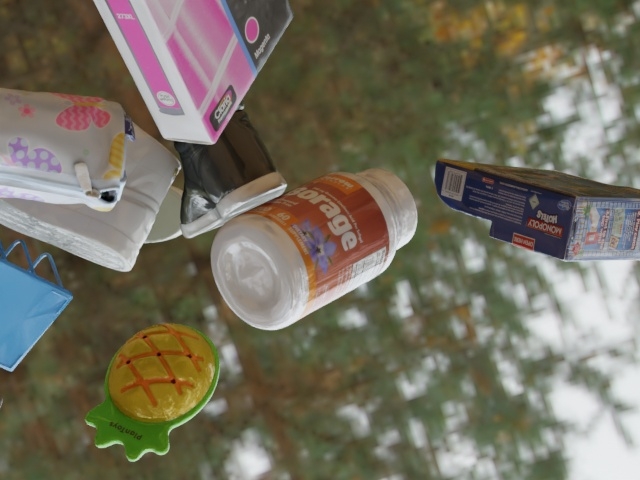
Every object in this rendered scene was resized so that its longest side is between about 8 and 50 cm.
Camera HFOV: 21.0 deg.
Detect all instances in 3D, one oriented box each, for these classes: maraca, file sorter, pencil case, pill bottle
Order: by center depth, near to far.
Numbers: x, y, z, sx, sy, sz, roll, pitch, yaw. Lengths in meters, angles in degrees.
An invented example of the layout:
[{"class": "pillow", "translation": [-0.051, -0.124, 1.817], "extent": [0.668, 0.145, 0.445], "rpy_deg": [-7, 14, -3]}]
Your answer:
[{"class": "pill bottle", "translation": [0.000, 0.000, 1.762], "extent": [0.121, 0.121, 0.216], "rpy_deg": [-7, -166, 43]}, {"class": "pencil case", "translation": [-0.333, -0.094, 1.764], "extent": [0.273, 0.124, 0.113], "rpy_deg": [6, 145, -20]}, {"class": "file sorter", "translation": [-0.387, 0.044, 1.930], "extent": [0.118, 0.170, 0.104], "rpy_deg": [-49, -143, 15]}, {"class": "maraca", "translation": [-0.191, 0.171, 1.987], "extent": [0.127, 0.099, 0.185], "rpy_deg": [19, -124, 18]}]

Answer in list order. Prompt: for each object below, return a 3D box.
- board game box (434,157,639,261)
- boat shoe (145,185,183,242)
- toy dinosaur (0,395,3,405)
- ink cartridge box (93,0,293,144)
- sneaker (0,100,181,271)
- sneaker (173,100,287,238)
[{"class": "board game box", "translation": [0.234, -0.024, 1.578], "extent": [0.194, 0.060, 0.194], "rpy_deg": [5, -171, -35]}, {"class": "boat shoe", "translation": [-0.235, -0.036, 2.304], "extent": [0.228, 0.079, 0.081], "rpy_deg": [-8, -178, 42]}, {"class": "toy dinosaur", "translation": [-0.361, 0.031, 1.467], "extent": [0.200, 0.295, 0.127], "rpy_deg": [7, -149, -5]}, {"class": "ink cartridge box", "translation": [-0.136, -0.270, 1.457], "extent": [0.069, 0.371, 0.175], "rpy_deg": [7, -128, 31]}, {"class": "sneaker", "translation": [-0.302, -0.092, 1.968], "extent": [0.169, 0.293, 0.108], "rpy_deg": [-62, 166, -19]}, {"class": "sneaker", "translation": [-0.119, -0.092, 1.919], "extent": [0.105, 0.146, 0.296], "rpy_deg": [-24, 178, -15]}]
